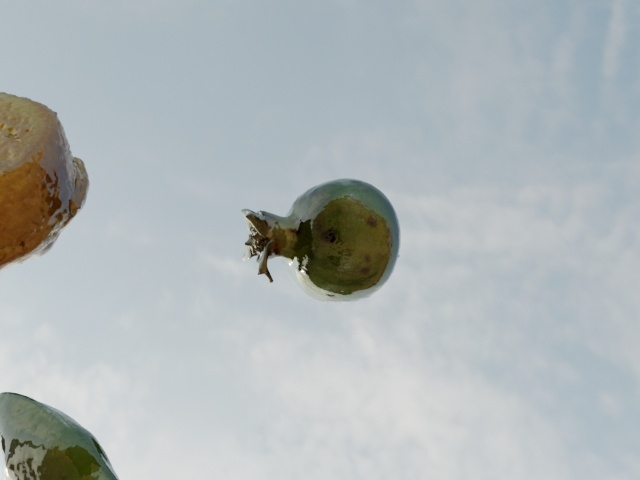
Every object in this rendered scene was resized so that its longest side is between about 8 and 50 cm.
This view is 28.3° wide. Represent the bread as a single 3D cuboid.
[{"bbox_3d":[-0.323,-0.054,1.290,0.139,0.229,0.143,3,-49,21],"label":"bread"}]

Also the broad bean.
[{"bbox_3d":[-0.147,0.180,0.857,0.067,0.325,0.075,-37,-51,-28],"label":"broad bean"}]

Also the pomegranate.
[{"bbox_3d":[0.002,0.006,1.362,0.169,0.148,0.148,-13,-60,-11],"label":"pomegranate"}]
